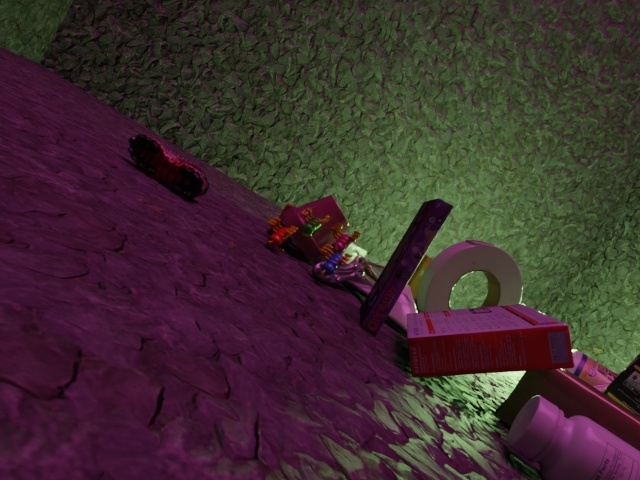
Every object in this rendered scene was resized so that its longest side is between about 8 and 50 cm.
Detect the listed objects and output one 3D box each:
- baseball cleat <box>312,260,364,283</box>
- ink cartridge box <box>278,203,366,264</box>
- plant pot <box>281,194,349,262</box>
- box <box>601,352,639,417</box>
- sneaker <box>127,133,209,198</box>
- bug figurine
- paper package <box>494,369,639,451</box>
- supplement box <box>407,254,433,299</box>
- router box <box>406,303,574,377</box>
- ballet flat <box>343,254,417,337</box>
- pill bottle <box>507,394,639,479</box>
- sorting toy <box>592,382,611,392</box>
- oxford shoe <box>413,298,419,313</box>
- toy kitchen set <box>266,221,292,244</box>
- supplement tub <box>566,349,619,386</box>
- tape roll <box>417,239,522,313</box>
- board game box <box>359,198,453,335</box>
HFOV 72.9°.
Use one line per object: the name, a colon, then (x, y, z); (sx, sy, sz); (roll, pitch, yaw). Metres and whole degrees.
baseball cleat: (0.040, 0.105, 1.326); (0.205, 0.072, 0.109); (6, -19, -39)
ink cartridge box: (0.000, 0.000, 1.679); (0.306, 0.131, 0.226); (36, 6, 26)
plant pot: (-0.008, -0.053, 1.473); (0.201, 0.180, 0.201); (58, 0, 0)
box: (0.879, 0.473, 1.013); (0.097, 0.318, 0.395); (31, 11, -36)
sneaker: (-0.443, -0.215, 1.288); (0.276, 0.098, 0.135); (34, 5, 6)
bug figurine: (-0.014, 0.004, 1.278); (0.278, 0.072, 0.216); (28, 42, 25)
paper package: (0.594, 0.418, 0.958); (0.324, 0.168, 0.309); (34, 5, 34)
supplement box: (0.379, 0.167, 1.742); (0.080, 0.234, 0.078); (26, 7, -24)
router box: (0.351, 0.216, 0.988); (0.300, 0.082, 0.335); (-7, -3, 11)
ballet flat: (0.198, 0.155, 1.354); (0.139, 0.139, 0.400); (28, 6, -37)
pill bottle: (0.436, 0.366, 0.704); (0.229, 0.131, 0.131); (33, 5, 18)
sorting toy: (0.854, 0.523, 1.284); (0.193, 0.208, 0.038); (-104, -175, -48)
oxford shoe: (0.421, 0.302, 1.685); (0.227, 0.083, 0.096); (32, -13, -2)
toy kitchen set: (-0.143, -0.006, 1.453); (0.068, 0.075, 0.083); (43, 40, -22)
supplement tub: (0.933, 0.544, 1.441); (0.316, 0.228, 0.228); (34, 5, 26)
tape roll: (0.538, 0.192, 1.558); (0.391, 0.392, 0.072); (30, 5, -17)
board game box: (0.204, 0.058, 1.087); (0.056, 0.347, 0.208); (30, 4, -2)
